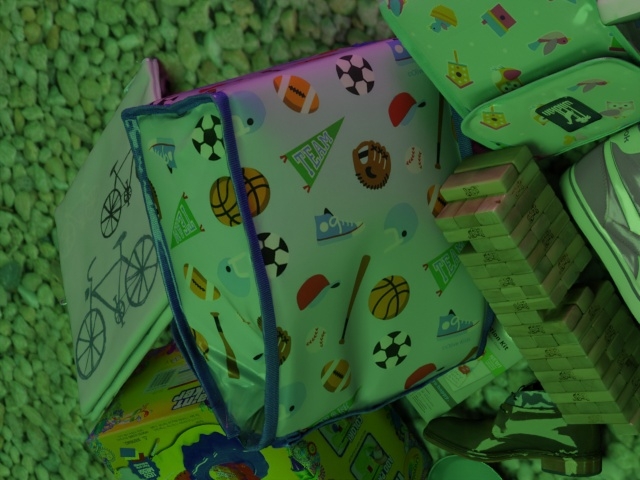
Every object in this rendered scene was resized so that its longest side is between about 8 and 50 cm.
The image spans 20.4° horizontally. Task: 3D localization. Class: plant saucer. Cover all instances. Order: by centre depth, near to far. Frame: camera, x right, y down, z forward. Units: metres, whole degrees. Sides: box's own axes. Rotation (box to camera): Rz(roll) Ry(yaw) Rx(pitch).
[{"bbox_3d":[0.187,0.311,2.169,0.119,0.021,0.119,15,120,29],"label":"plant saucer"}]

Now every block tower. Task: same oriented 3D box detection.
[{"bbox_3d":[0.247,0.060,1.900,0.097,0.091,0.335,-8,124,49],"label":"block tower"}]

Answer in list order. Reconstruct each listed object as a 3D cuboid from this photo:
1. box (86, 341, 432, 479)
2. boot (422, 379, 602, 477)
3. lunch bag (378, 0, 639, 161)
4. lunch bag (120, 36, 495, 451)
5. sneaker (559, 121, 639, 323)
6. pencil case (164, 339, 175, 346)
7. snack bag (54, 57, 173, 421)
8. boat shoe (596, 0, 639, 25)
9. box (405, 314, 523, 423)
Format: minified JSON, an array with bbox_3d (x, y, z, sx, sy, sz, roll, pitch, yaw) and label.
[{"bbox_3d":[-0.072,0.258,2.176,0.290,0.177,0.279,-20,117,38],"label":"box"},{"bbox_3d":[0.225,0.203,2.066,0.219,0.082,0.106,7,104,23],"label":"boot"},{"bbox_3d":[0.226,-0.208,1.807,0.223,0.160,0.262,-24,109,38],"label":"lunch bag"},{"bbox_3d":[0.000,0.000,1.907,0.239,0.328,0.385,-3,104,57],"label":"lunch bag"},{"bbox_3d":[0.384,0.006,1.840,0.161,0.102,0.282,-37,89,37],"label":"sneaker"},{"bbox_3d":[-0.203,0.183,2.344,0.070,0.064,0.151,26,136,-25],"label":"pencil case"},{"bbox_3d":[-0.244,-0.002,2.190,0.323,0.037,0.342,-53,39,39],"label":"snack bag"},{"bbox_3d":[0.390,-0.295,1.642,0.306,0.113,0.105,-23,88,19],"label":"boat shoe"},{"bbox_3d":[0.148,0.114,2.090,0.145,0.038,0.186,52,129,2],"label":"box"}]
